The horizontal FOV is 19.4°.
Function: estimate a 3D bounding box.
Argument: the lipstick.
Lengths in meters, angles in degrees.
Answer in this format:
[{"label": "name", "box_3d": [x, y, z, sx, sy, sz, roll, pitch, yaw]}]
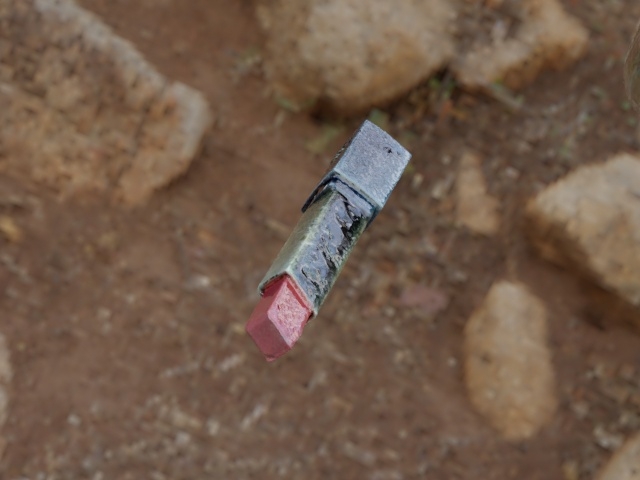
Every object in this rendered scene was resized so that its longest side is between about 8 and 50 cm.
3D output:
[{"label": "lipstick", "box_3d": [0.000, 0.000, 1.357, 0.051, 0.051, 0.312, 40, 30, -5]}]

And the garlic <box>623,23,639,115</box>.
[{"label": "garlic", "box_3d": [0.318, -0.172, 1.676, 0.090, 0.198, 0.128, 7, 45, -8]}]
